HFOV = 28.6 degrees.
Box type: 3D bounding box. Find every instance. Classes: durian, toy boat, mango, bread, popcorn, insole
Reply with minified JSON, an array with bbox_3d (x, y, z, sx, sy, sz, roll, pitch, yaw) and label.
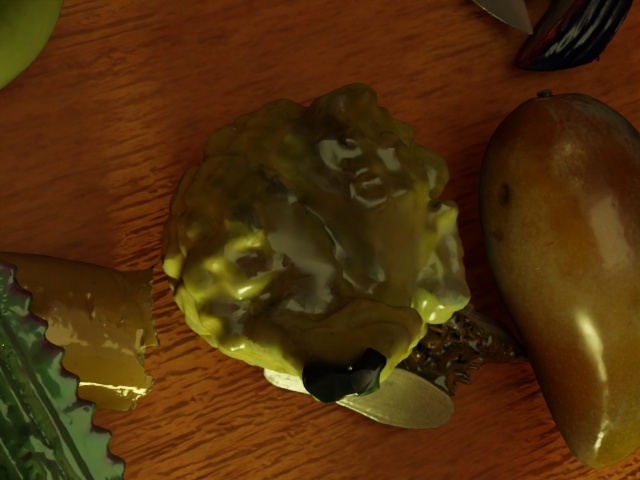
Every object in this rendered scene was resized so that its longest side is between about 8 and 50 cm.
[{"bbox_3d":[0.130,0.101,1.258,0.224,0.078,0.140,10,81,-22],"label":"durian"},{"bbox_3d":[0.202,-0.292,1.341,0.318,0.072,0.219,9,78,-21],"label":"toy boat"},{"bbox_3d":[0.270,0.036,1.258,0.198,0.221,0.384,-10,91,9],"label":"mango"},{"bbox_3d":[-0.232,0.079,1.088,0.173,0.085,0.134,5,83,-24],"label":"bread"},{"bbox_3d":[0.000,0.002,1.104,0.292,0.237,0.293,-2,70,6],"label":"popcorn"},{"bbox_3d":[0.039,0.141,1.214,0.192,0.010,0.063,15,113,-8],"label":"insole"}]

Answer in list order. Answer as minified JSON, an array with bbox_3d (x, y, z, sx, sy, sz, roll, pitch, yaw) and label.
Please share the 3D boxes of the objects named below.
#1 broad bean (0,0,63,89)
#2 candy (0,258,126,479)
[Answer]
[{"bbox_3d":[-0.330,-0.247,1.057,0.238,0.119,0.291,13,80,-24],"label":"broad bean"},{"bbox_3d":[-0.361,0.195,0.955,0.397,0.172,0.263,-32,97,-13],"label":"candy"}]
